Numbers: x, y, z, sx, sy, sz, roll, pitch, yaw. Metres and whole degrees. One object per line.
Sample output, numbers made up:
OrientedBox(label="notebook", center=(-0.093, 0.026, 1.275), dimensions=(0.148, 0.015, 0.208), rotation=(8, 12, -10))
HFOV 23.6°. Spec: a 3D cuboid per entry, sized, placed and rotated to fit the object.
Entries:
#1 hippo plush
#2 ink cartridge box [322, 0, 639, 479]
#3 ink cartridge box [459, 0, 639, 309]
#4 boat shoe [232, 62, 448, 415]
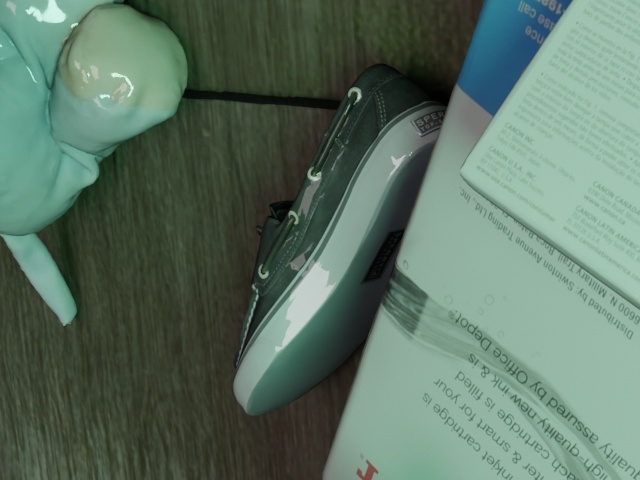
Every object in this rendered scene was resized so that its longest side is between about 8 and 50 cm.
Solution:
OrientedBox(label="hippo plush", center=(-0.258, -0.087, 0.950), dimensions=(0.234, 0.237, 0.294), rotation=(52, 134, 18))
OrientedBox(label="ink cartridge box", center=(0.147, 0.049, 0.665), dimensions=(0.223, 0.129, 0.307), rotation=(42, 131, 33))
OrientedBox(label="ink cartridge box", center=(0.151, -0.056, 0.516), dimensions=(0.145, 0.045, 0.179), rotation=(39, 97, 36))
OrientedBox(label="boat shoe", center=(0.000, 0.000, 0.844), dimensions=(0.076, 0.080, 0.228), rotation=(51, 133, 27))
